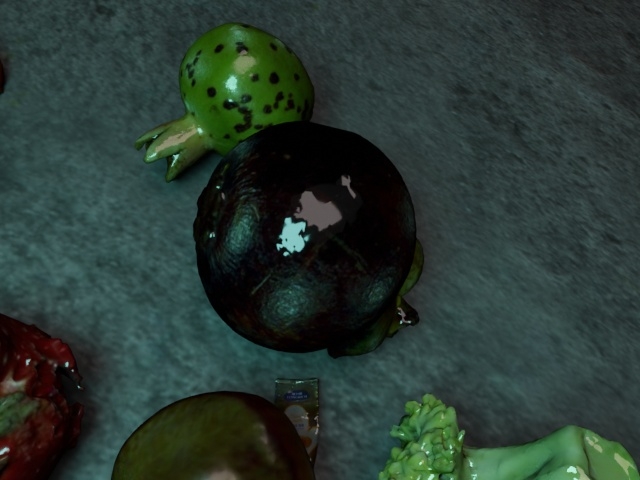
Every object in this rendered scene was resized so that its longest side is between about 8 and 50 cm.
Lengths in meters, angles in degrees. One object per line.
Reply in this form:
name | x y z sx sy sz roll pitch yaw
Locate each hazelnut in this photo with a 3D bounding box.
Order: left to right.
hazelnut | -0.102 0.281 0.518 0.229 0.230 0.230 6 58 -10

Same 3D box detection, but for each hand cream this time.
hand cream | -0.031 0.257 0.649 0.062 0.039 0.163 -4 56 3

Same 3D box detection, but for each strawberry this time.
strawberry | -0.397 0.188 0.509 0.274 0.220 0.275 9 78 -48

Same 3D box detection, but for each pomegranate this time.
pomegranate | -0.143 -0.205 0.831 0.231 0.231 0.286 39 99 12

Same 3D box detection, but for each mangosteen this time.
mangosteen | -0.011 -0.003 0.662 0.329 0.330 0.330 6 58 -10

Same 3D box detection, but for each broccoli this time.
broccoli | 0.229 0.300 0.532 0.293 0.281 0.348 -16 54 -32

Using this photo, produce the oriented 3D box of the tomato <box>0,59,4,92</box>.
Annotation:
tomato | -0.648 -0.296 0.805 0.227 0.101 0.228 8 58 -13
